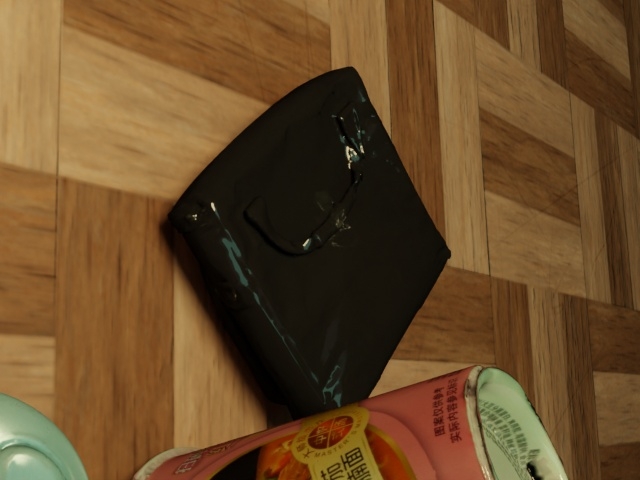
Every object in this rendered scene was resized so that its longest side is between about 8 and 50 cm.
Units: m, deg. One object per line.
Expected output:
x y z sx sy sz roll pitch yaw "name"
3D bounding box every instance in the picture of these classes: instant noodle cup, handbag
0.032 0.202 0.617 0.244 0.255 0.244 48 25 -31 "instant noodle cup"
0.000 0.000 0.815 0.275 0.088 0.244 -50 119 -43 "handbag"

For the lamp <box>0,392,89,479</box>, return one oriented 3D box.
-0.223 0.176 0.405 0.284 0.147 0.209 -41 109 -52 "lamp"
